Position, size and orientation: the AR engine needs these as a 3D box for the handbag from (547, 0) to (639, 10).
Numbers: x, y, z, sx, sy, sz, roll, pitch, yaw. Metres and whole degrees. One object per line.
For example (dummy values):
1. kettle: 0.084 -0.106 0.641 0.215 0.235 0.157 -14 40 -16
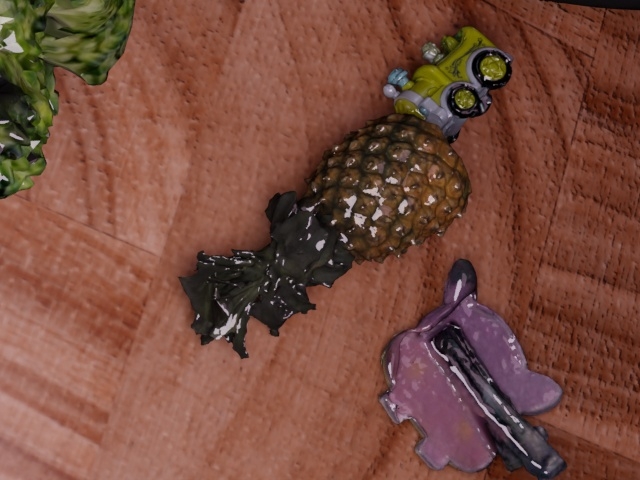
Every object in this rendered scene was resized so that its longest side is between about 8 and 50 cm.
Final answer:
1. handbag: 0.244 -0.329 1.776 0.275 0.088 0.244 4 83 -29

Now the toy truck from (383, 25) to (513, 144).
1. toy truck: 0.104 -0.130 1.672 0.077 0.076 0.111 45 65 5

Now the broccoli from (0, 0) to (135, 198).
1. broccoli: -0.297 -0.104 1.339 0.277 0.338 0.317 14 96 4

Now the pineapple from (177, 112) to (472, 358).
1. pineapple: 0.000 0.000 1.575 0.251 0.125 0.125 -35 98 -23

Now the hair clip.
1. hair clip: 0.129 0.128 1.652 0.187 0.056 0.146 48 64 -2
